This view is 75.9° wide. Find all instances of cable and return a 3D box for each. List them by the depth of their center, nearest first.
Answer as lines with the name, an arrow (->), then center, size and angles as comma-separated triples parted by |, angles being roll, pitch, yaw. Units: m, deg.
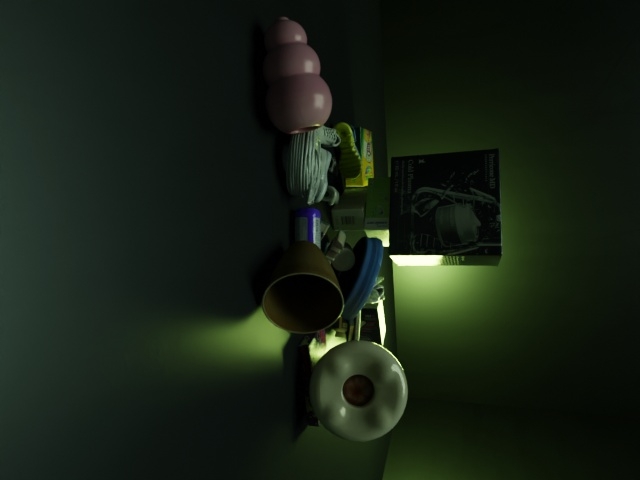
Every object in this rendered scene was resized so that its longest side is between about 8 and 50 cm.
cable -> -0.053, -0.276, 1.437 | 0.257, 0.089, 0.257 | -73, 166, -60

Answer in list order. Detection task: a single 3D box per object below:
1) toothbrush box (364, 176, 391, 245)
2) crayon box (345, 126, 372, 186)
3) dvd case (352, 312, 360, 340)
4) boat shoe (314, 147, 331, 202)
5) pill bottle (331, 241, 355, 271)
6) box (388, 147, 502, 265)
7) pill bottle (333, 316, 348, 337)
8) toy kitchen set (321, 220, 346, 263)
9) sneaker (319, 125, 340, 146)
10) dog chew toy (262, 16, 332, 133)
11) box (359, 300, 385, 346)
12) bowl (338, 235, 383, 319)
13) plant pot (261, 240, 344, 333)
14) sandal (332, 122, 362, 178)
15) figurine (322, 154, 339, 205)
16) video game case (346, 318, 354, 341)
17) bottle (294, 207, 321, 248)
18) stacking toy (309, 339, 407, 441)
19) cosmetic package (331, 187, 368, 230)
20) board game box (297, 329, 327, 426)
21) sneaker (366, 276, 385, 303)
toothbrush box -> 0.298, -0.138, 2.011 | 0.206, 0.122, 0.283 | 56, 39, -60
crayon box -> 0.225, -0.471, 2.344 | 0.363, 0.106, 0.313 | -31, 118, -70
dvd case -> 0.163, 0.385, 1.902 | 0.180, 0.022, 0.252 | -99, -167, -87
boat shoe -> -0.019, -0.266, 1.644 | 0.076, 0.083, 0.226 | 23, 67, -38
pill bottle -> 0.097, 0.063, 1.858 | 0.180, 0.108, 0.107 | -94, 178, -75
box -> 0.575, -0.134, 1.902 | 0.297, 0.472, 0.479 | 35, 56, -68
pill bottle -> 0.096, 0.395, 1.939 | 0.067, 0.067, 0.120 | 40, 51, -67
toy kitchen set -> 0.000, 0.000, 1.683 | 0.207, 0.166, 0.122 | -57, -168, 45
sneaker -> 0.020, -0.449, 1.721 | 0.258, 0.091, 0.094 | -17, 105, -72
dog chew toy -> -0.083, -0.502, 1.251 | 0.206, 0.207, 0.331 | -30, 110, -70
box -> 0.265, 0.442, 2.303 | 0.143, 0.165, 0.270 | -62, 146, -56
bowl -> 0.160, 0.159, 1.838 | 0.391, 0.077, 0.391 | -157, -90, -83
plant pot -> -0.051, 0.117, 1.290 | 0.254, 0.237, 0.237 | -90, 169, -56
sandal -> 0.144, -0.461, 2.076 | 0.138, 0.126, 0.317 | -74, 157, -53
figurine -> 0.045, -0.259, 1.810 | 0.209, 0.092, 0.214 | -13, 102, -76
video game case -> 0.141, 0.391, 1.964 | 0.190, 0.022, 0.173 | -88, -179, -51
bottle -> -0.046, 0.027, 1.480 | 0.118, 0.092, 0.282 | 12, 78, -78
stacking toy -> 0.138, 0.550, 1.654 | 0.480, 0.351, 0.350 | 78, 13, -85
cosmetic package -> 0.169, -0.161, 2.061 | 0.309, 0.160, 0.113 | -61, 146, -59
board game box -> -0.016, 0.519, 1.621 | 0.208, 0.056, 0.346 | -53, 138, -69
sneaker -> 0.238, 0.234, 2.161 | 0.366, 0.210, 0.137 | -48, 134, -65
